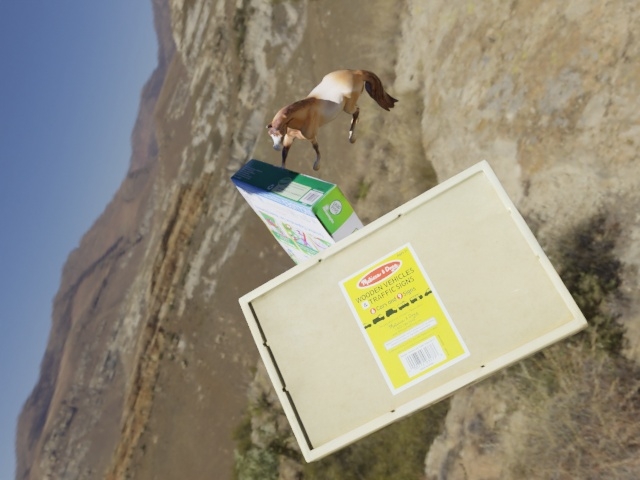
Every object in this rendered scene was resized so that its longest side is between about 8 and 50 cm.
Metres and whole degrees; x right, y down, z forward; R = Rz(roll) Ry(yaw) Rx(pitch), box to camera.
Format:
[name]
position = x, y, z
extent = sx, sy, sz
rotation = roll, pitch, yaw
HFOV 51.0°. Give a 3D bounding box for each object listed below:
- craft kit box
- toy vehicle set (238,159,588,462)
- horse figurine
[craft kit box]
position = 0.000, 0.000, 1.012
extent = 0.061, 0.246, 0.250
rotation = -42, 33, -16
[toy vehicle set]
position = 0.072, 0.064, 0.601
extent = 0.267, 0.035, 0.166
rotation = -29, 69, 12
[horse figurine]
position = 0.014, -0.205, 1.096
extent = 0.263, 0.066, 0.174
rotation = -38, -29, -19
